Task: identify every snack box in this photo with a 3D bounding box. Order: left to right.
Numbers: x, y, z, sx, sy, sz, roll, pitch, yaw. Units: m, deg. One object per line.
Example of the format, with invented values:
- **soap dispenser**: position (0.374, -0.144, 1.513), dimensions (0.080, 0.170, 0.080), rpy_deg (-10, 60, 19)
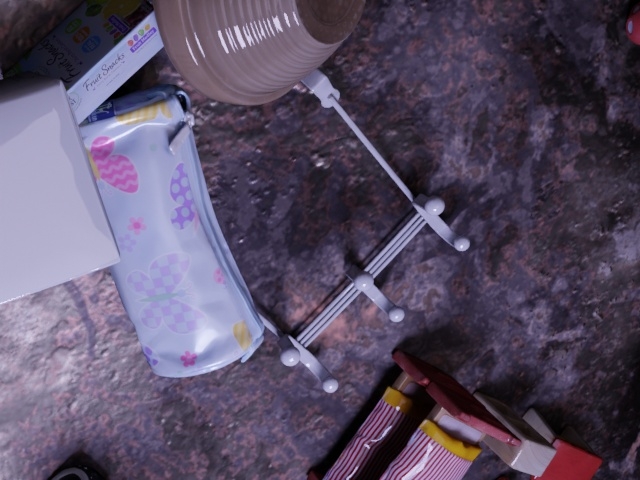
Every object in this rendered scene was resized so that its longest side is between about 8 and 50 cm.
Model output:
- **snack box**: position (-0.207, -0.165, 1.280), dimensions (0.141, 0.100, 0.037), rpy_deg (-43, 130, -3)

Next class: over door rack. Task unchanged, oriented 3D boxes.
- **over door rack**: position (0.000, 0.000, 1.499), dimensions (0.239, 0.108, 0.324), rpy_deg (-46, 130, -2)

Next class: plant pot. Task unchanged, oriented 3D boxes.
- **plant pot**: position (-0.034, -0.235, 1.280), dimensions (0.237, 0.110, 0.237), rpy_deg (-19, 114, -51)

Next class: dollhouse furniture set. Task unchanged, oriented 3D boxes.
- **dollhouse furniture set**: position (0.192, 0.299, 1.756), dimensions (0.374, 0.152, 0.201), rpy_deg (27, 100, -39)

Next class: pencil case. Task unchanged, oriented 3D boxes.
- **pencil case**: position (-0.143, -0.009, 1.338), dimensions (0.124, 0.113, 0.273), rpy_deg (-15, 104, 8)

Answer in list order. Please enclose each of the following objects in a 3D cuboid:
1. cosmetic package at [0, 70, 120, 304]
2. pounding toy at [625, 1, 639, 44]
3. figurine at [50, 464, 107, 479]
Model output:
- **cosmetic package**: position (-0.359, -0.003, 1.105), dimensions (0.366, 0.197, 0.155), rpy_deg (-22, 104, -16)
- **pounding toy**: position (0.411, -0.278, 1.583), dimensions (0.237, 0.110, 0.183), rpy_deg (92, 19, -68)
- **figurine**: position (-0.186, 0.360, 1.522), dimensions (0.092, 0.215, 0.209), rpy_deg (-45, 132, 1)
